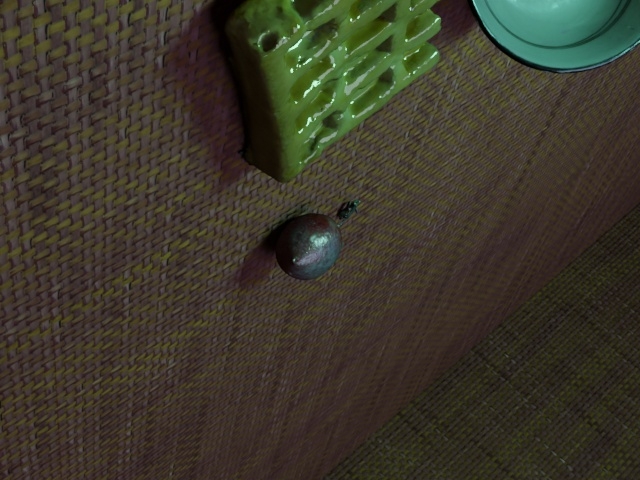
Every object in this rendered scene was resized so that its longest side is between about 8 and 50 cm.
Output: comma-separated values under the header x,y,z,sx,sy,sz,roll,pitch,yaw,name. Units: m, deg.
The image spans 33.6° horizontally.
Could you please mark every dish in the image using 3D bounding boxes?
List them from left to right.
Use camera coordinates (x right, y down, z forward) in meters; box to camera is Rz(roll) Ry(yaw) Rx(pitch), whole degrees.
x,y,z,sx,sy,sz,roll,pitch,yaw,name
0.317,-0.381,1.419,0.316,0.316,0.106,-47,-163,-3,dish

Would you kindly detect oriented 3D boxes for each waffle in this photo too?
x,y,z,sx,sy,sz,roll,pitch,yaw,name
0.026,-0.231,1.255,0.304,0.077,0.348,-41,162,-14,waffle

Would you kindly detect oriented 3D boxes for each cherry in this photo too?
x,y,z,sx,sy,sz,roll,pitch,yaw,name
0.000,0.000,1.642,0.225,0.090,0.107,-28,142,-62,cherry
